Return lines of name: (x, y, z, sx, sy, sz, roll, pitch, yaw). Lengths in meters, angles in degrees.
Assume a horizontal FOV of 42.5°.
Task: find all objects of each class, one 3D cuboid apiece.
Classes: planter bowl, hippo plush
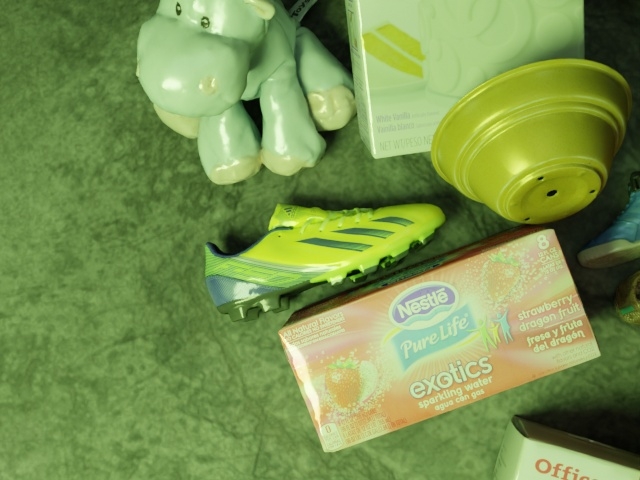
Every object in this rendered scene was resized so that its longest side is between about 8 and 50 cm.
planter bowl: (0.230, -0.080, 0.858, 0.217, 0.217, 0.090, -13, 58, 6)
hippo plush: (-0.072, -0.207, 0.901, 0.234, 0.236, 0.294, 28, 90, 8)

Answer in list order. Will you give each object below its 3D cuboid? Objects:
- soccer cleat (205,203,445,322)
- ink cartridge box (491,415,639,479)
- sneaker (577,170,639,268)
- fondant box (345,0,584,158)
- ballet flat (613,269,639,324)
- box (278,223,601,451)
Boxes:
soccer cleat: (-0.001, 0.000, 0.951, 0.289, 0.093, 0.121, -20, 81, 5)
ink cartridge box: (0.256, 0.325, 0.858, 0.171, 0.168, 0.233, 15, 87, 8)
sneaker: (0.355, -0.030, 0.931, 0.152, 0.058, 0.085, -26, 63, 22)
fondant box: (0.147, -0.269, 0.872, 0.238, 0.096, 0.330, -9, 110, -2)
ballet flat: (0.423, 0.028, 0.910, 0.206, 0.067, 0.073, -36, 81, 2)
box: (0.122, 0.099, 0.891, 0.300, 0.154, 0.142, -21, 91, 6)
